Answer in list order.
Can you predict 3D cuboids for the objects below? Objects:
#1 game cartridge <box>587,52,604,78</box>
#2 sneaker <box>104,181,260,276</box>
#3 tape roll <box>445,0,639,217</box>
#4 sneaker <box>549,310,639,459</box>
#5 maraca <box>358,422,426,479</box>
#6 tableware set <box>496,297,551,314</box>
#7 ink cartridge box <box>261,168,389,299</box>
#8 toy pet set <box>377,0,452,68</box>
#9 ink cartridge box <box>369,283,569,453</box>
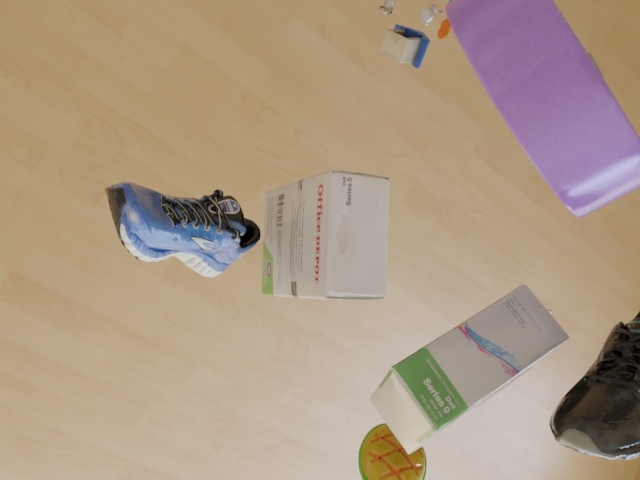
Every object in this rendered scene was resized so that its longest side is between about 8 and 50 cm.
[{"bbox_3d":[0.425,-0.263,1.036,0.017,0.083,0.056,-17,80,-23],"label":"game cartridge"},{"bbox_3d":[-0.210,-0.038,1.025,0.147,0.330,0.130,-29,69,17],"label":"sneaker"},{"bbox_3d":[0.246,-0.163,0.675,0.090,0.275,0.275,-32,114,24],"label":"tape roll"},{"bbox_3d":[0.325,0.144,0.682,0.267,0.101,0.106,-17,109,-46],"label":"sneaker"},{"bbox_3d":[0.127,0.415,1.132,0.127,0.186,0.099,13,137,4],"label":"maraca"},{"bbox_3d":[0.369,0.159,1.157,0.024,0.104,0.154,-57,149,-27],"label":"tableware set"},{"bbox_3d":[0.000,0.000,1.076,0.114,0.273,0.198,4,86,-26],"label":"ink cartridge box"},{"bbox_3d":[0.138,-0.299,0.871,0.065,0.122,0.114,-21,139,-46],"label":"toy pet set"},{"bbox_3d":[0.183,0.164,0.797,0.212,0.154,0.093,-29,69,-20],"label":"ink cartridge box"}]
